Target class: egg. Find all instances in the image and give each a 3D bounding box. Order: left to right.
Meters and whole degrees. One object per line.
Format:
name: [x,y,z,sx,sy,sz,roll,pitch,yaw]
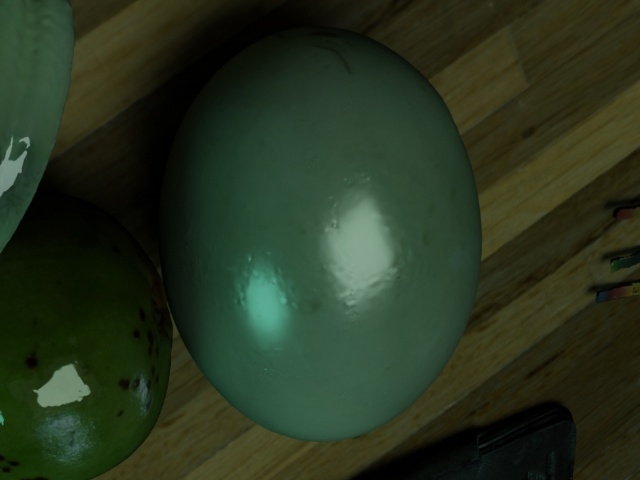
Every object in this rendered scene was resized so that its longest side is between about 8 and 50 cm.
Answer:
egg: [0.000,0.000,0.980,0.203,0.203,0.282,-17,125,-24]

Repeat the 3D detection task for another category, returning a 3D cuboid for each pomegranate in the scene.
pomegranate: [-0.201,0.066,0.929,0.224,0.181,0.181,-9,129,-2]

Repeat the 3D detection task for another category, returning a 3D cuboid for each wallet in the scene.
wallet: [0.089,0.253,1.337,0.318,0.045,0.172,-19,131,-24]

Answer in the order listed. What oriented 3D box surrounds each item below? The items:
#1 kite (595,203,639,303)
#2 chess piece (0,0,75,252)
kite: [0.346,-0.007,1.348,0.285,0.015,0.152,-9,123,-33]
chess piece: [-0.289,-0.095,0.743,0.299,0.194,0.194,18,110,-32]
